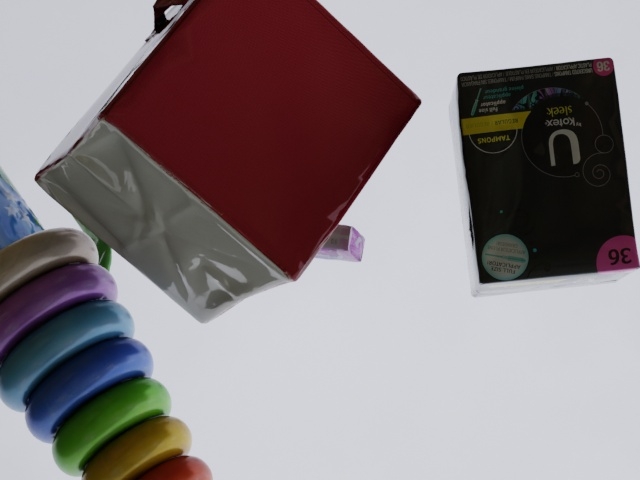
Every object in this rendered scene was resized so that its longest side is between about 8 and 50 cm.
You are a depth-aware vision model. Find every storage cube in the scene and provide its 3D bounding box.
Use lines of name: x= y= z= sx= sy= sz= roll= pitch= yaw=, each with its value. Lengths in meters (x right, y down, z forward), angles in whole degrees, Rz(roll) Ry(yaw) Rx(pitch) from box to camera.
storage cube: x=-0.077 y=-0.079 z=1.162 sx=0.193 sy=0.215 sz=0.184 roll=-56 pitch=-166 yaw=-27

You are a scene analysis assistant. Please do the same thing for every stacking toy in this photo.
stacking toy: x=-0.157 y=0.152 z=1.185 sx=0.141 sy=0.141 sz=0.330 roll=-41 pitch=-106 yaw=9

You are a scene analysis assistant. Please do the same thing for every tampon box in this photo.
tampon box: x=0.167 y=-0.045 z=1.138 sx=0.120 sy=0.101 sz=0.161 roll=-7 pitch=-98 yaw=1

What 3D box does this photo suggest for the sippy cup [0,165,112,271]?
sippy cup: x=-0.365 y=0.008 z=1.406 sx=0.240 sy=0.305 sz=0.224 roll=-32 pitch=-103 yaw=17

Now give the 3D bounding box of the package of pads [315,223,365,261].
package of pads: x=0.000 y=0.000 z=1.535 sx=0.083 sy=0.050 sz=0.032 roll=6 pitch=-104 yaw=21
